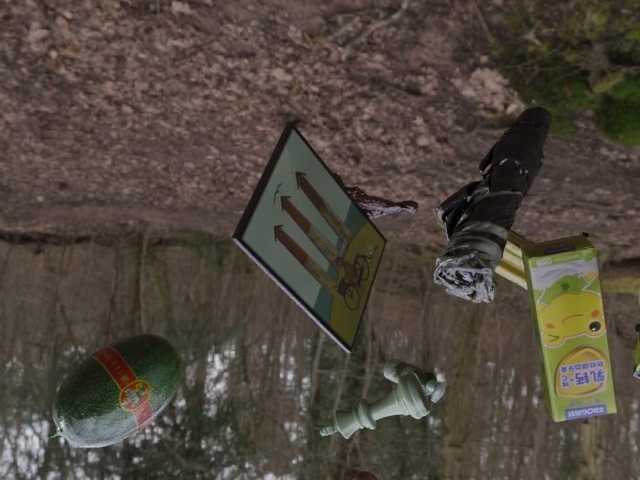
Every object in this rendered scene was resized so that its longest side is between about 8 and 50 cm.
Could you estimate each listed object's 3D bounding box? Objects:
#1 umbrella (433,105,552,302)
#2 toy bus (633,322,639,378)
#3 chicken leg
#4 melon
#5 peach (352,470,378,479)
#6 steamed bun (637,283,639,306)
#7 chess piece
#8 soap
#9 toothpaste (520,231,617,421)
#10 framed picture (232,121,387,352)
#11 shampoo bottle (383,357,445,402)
[{"bbox_3d":[0.264,-0.069,0.989,0.106,0.357,0.113,11,146,33],"label":"umbrella"},{"bbox_3d":[0.652,0.148,1.152,0.128,0.150,0.262,12,145,16],"label":"toy bus"},{"bbox_3d":[0.069,-0.075,1.212,0.219,0.048,0.089,20,151,-2],"label":"chicken leg"},{"bbox_3d":[-0.406,0.301,1.294,0.288,0.182,0.182,-38,-155,-30],"label":"melon"},{"bbox_3d":[0.129,0.696,1.854,0.083,0.083,0.083,0,-176,0],"label":"peach"},{"bbox_3d":[0.583,0.055,0.877,0.276,0.289,0.203,-43,171,33],"label":"steamed bun"},{"bbox_3d":[0.066,0.225,0.857,0.149,0.059,0.059,-25,178,14],"label":"chess piece"},{"bbox_3d":[0.448,0.020,1.593,0.315,0.091,0.199,24,-160,-32],"label":"soap"},{"bbox_3d":[0.432,0.153,1.134,0.110,0.327,0.077,-12,-165,8],"label":"toothpaste"},{"bbox_3d":[0.000,0.000,1.075,0.013,0.244,0.324,-8,138,37],"label":"framed picture"},{"bbox_3d":[0.239,0.352,1.649,0.065,0.065,0.204,-3,-175,-29],"label":"shampoo bottle"}]
